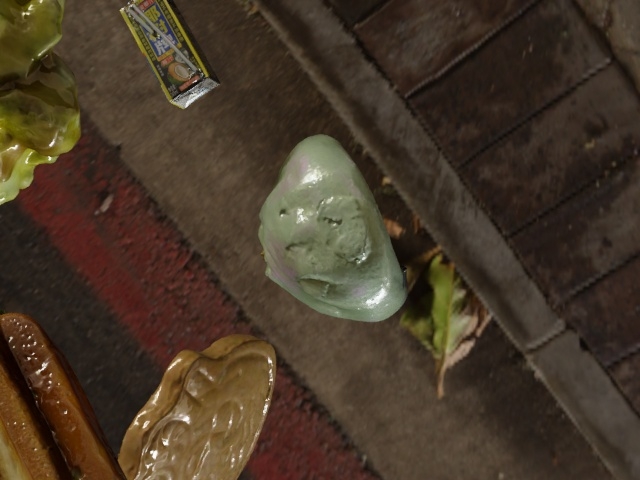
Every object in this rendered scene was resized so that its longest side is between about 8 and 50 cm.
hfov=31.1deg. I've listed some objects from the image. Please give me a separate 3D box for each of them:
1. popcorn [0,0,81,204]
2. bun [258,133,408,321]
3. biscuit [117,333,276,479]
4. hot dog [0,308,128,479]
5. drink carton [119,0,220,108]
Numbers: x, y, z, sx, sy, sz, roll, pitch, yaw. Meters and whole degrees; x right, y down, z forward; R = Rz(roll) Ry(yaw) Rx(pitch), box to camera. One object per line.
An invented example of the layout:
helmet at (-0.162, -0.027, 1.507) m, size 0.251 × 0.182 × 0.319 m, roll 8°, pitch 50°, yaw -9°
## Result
popcorn at (-0.322, -0.159, 1.057) m, size 0.251 × 0.206 × 0.237 m, roll -40°, pitch 94°, yaw -4°
bun at (0.000, 0.000, 1.662) m, size 0.187 × 0.293 × 0.293 m, roll -26°, pitch 107°, yaw -3°
biscuit at (-0.198, 0.335, 1.859) m, size 0.062 × 0.365 × 0.385 m, roll 25°, pitch 101°, yaw 26°
hot dog at (-0.163, 0.118, 0.668) m, size 0.055 × 0.072 × 0.188 m, roll -51°, pitch 58°, yaw 32°
drink carton at (-0.216, -0.277, 1.639) m, size 0.071 × 0.056 × 0.166 m, roll -32°, pitch 78°, yaw 10°
